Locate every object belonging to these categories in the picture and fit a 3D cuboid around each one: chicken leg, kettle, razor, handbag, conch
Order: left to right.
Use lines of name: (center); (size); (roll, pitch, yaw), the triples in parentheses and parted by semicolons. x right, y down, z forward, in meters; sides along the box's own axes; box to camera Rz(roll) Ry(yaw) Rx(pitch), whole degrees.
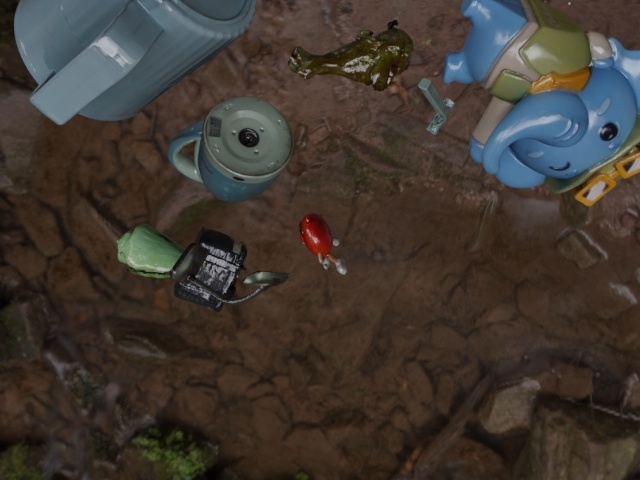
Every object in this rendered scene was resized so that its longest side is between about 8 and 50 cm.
conch: (-0.476, 0.049, 1.812); (0.250, 0.143, 0.137); (32, 91, 14)
handbag: (-0.348, 0.094, 2.039); (0.181, 0.181, 0.254); (24, 103, -16)
kettle: (-0.276, -0.237, 1.816); (0.319, 0.247, 0.342); (17, 157, -14)
chicken leg: (0.108, -0.497, 1.788); (0.211, 0.361, 0.140); (56, 161, 34)
razor: (0.320, -0.377, 1.734); (0.056, 0.278, 0.111); (33, 94, 21)

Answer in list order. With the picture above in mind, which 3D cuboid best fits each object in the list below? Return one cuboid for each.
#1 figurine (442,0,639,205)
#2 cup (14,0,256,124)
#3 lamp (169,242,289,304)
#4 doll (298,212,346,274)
figurine: (0.234, -0.144, 0.670); (0.262, 0.154, 0.180); (23, 100, -14)
cup: (-0.304, -0.355, 0.969); (0.311, 0.331, 0.257); (-19, 100, 39)
lamp: (-0.245, 0.090, 1.569); (0.283, 0.203, 0.125); (16, 82, 16)
doll: (0.000, 0.000, 1.825); (0.085, 0.217, 0.183); (-24, 59, 17)
